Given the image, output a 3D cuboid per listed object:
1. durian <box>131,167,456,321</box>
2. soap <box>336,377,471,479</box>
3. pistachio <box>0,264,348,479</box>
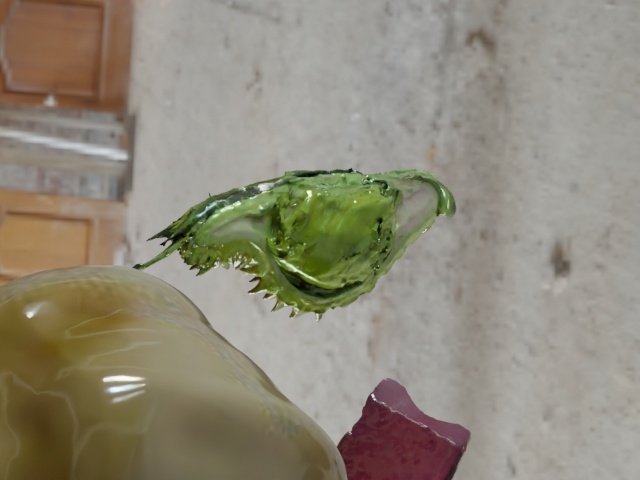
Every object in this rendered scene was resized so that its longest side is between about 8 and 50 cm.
[{"bbox_3d":[-0.004,-0.002,1.242,0.107,0.375,0.132,52,137,34],"label":"durian"},{"bbox_3d":[0.047,0.217,1.104,0.162,0.099,0.250,-62,-9,-13],"label":"soap"},{"bbox_3d":[-0.180,0.184,0.714,0.445,0.365,0.281,-44,37,36],"label":"pistachio"}]
